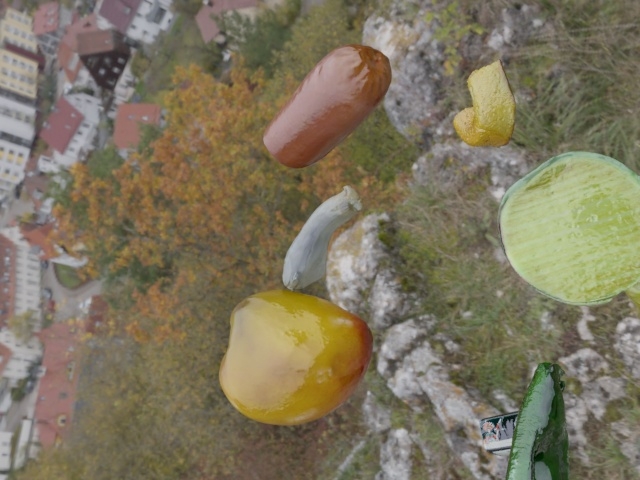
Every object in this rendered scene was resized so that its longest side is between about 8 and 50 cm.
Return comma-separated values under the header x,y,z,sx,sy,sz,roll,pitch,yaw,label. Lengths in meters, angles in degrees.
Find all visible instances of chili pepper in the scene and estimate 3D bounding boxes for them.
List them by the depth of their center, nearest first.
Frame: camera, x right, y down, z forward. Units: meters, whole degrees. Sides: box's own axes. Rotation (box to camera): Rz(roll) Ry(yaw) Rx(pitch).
x,y,z,sx,sy,sz,roll,pitch,yaw,label
0.258,0.250,0.761,0.062,0.108,0.216,-3,62,51,chili pepper

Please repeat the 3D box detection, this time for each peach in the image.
x,y,z,sx,sy,sz,roll,pitch,yaw,label
-0.053,0.250,1.353,0.289,0.308,0.289,13,-90,-87,peach

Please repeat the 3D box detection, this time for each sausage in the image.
x,y,z,sx,sy,sz,roll,pitch,yaw,label
0.010,-0.199,0.967,0.259,0.113,0.114,-35,48,56,sausage

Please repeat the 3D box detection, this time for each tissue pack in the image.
x,y,z,sx,sy,sz,roll,pitch,yaw,label
0.468,0.440,1.488,0.170,0.103,0.090,-22,57,32,tissue pack

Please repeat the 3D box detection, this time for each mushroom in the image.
x,y,z,sx,sy,sz,roll,pitch,yaw,label
-0.003,-0.001,1.406,0.278,0.096,0.099,-60,-8,20,mushroom

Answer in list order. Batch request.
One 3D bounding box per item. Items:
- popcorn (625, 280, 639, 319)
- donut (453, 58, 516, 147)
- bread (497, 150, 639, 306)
x,y,z,sx,sy,sz,roll,pitch,yaw,label
0.782,0.037,1.463,0.312,0.312,0.312,-27,55,45,popcorn
0.419,-0.310,1.619,0.259,0.101,0.152,94,160,-62,donut
0.491,-0.023,1.227,0.301,0.045,0.301,-3,76,12,bread
